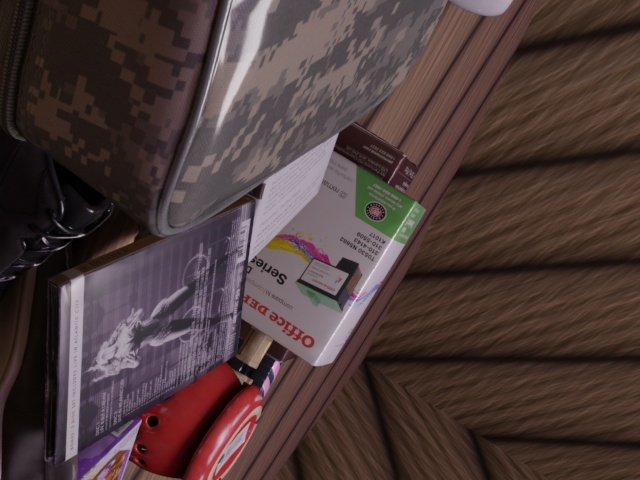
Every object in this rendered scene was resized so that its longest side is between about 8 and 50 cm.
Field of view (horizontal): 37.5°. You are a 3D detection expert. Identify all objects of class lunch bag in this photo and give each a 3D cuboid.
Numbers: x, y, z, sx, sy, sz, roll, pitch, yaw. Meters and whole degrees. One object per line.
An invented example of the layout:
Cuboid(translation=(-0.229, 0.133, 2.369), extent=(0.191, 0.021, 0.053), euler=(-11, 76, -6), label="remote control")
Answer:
Cuboid(translation=(-0.074, -0.179, 0.477), extent=(0.305, 0.256, 0.213), euler=(-42, 163, -52), label="lunch bag")

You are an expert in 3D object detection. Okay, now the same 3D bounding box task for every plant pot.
Cuboid(translation=(-0.184, 0.232, 1.278), extent=(0.191, 0.174, 0.191), euler=(-55, 166, -21), label="plant pot")

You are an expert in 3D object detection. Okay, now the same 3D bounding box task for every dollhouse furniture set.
Cuboid(translation=(-0.149, 0.212, 1.461), extent=(0.182, 0.101, 0.161), euler=(-59, 162, -8), label="dollhouse furniture set")

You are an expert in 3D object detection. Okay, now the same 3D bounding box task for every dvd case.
Cuboid(translation=(-0.135, 0.067, 0.771), extent=(0.221, 0.018, 0.165), euler=(-29, 136, -51), label="dvd case")

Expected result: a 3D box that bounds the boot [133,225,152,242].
Cuboid(translation=(-0.203, 0.052, 0.931), extent=(0.165, 0.077, 0.213), euler=(-29, -149, -1), label="boot")

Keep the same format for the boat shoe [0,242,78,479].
Cuboid(translation=(-0.235, 0.129, 0.785), extent=(0.095, 0.112, 0.335), euler=(3, 107, -37), label="boat shoe")

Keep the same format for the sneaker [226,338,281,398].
Cuboid(translation=(-0.138, 0.262, 1.687), extent=(0.319, 0.112, 0.131), euler=(-55, 165, -11), label="sneaker")

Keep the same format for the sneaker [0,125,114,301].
Cuboid(translation=(-0.208, -0.024, 0.628), extent=(0.286, 0.130, 0.109), euler=(-63, 168, 28), label="sneaker")

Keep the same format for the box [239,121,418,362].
Cuboid(translation=(0.000, 0.000, 1.536), extent=(0.381, 0.143, 0.191), euler=(-58, 169, 6), label="box")

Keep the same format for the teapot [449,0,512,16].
Cuboid(translation=(0.181, -0.404, 1.132), extent=(0.252, 0.187, 0.256), euler=(-64, 178, -72), label="teapot")

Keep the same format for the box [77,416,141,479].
Cuboid(translation=(-0.311, 0.319, 0.983), extent=(0.293, 0.057, 0.201), euler=(-43, 159, -57), label="box")

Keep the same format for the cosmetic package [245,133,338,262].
Cuboid(translation=(-0.077, -0.107, 0.900), extent=(0.151, 0.151, 0.184), euler=(-47, 163, -43), label="cosmetic package")

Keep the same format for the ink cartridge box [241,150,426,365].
Cuboid(translation=(-0.007, 0.016, 1.379), extent=(0.278, 0.201, 0.117), euler=(-59, 168, 4), label="ink cartridge box")
